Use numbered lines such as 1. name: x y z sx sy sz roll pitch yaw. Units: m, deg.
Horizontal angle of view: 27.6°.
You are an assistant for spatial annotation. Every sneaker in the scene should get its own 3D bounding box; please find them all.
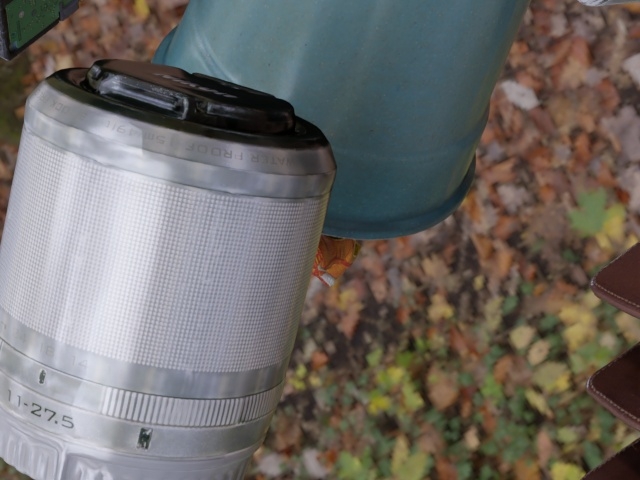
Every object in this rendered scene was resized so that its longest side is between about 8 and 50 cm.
1. sneaker: 0.000 0.000 1.293 0.064 0.067 0.175 40 -178 9

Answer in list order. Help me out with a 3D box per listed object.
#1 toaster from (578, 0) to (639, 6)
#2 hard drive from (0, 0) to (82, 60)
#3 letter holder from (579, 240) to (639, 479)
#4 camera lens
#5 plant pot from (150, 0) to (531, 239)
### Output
1. toaster: 0.406 -0.406 1.758 0.129 0.146 0.227 -25 80 61
2. hard drive: -0.291 -0.385 1.380 0.064 0.237 0.339 30 145 18
3. letter holder: 0.284 0.104 0.830 0.152 0.214 0.302 62 165 -17
4. camera lens: -0.118 0.021 0.927 0.219 0.219 0.274 31 112 53
5. plant pot: 0.051 -0.236 1.189 0.341 0.341 0.334 52 137 27
